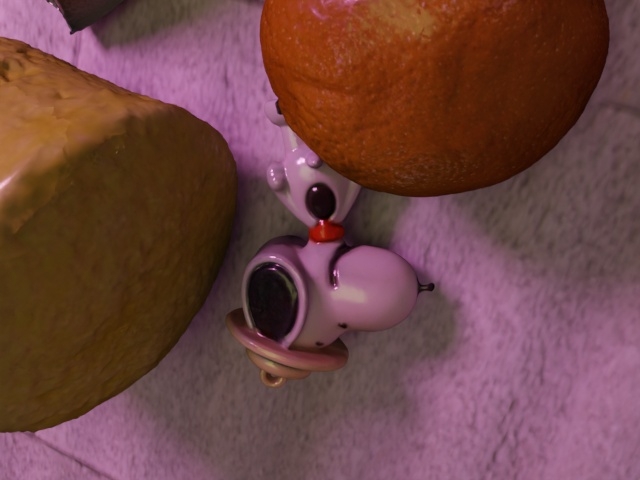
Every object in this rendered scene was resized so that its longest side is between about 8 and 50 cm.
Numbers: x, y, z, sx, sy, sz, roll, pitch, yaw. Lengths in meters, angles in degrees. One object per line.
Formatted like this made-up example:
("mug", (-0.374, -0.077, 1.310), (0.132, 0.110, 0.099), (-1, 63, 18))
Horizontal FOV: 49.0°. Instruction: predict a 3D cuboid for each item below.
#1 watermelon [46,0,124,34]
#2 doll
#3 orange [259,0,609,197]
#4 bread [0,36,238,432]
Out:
("watermelon", (-0.257, -0.374, 0.672), (0.151, 0.302, 0.264), (-32, 89, -11))
("doll", (-0.021, -0.003, 0.712), (0.208, 0.144, 0.272), (-25, 97, 5))
("orange", (0.081, -0.157, 0.549), (0.264, 0.264, 0.265), (6, 106, 21))
("bread", (-0.279, -0.024, 0.708), (0.307, 0.348, 0.348), (36, 115, 23))
